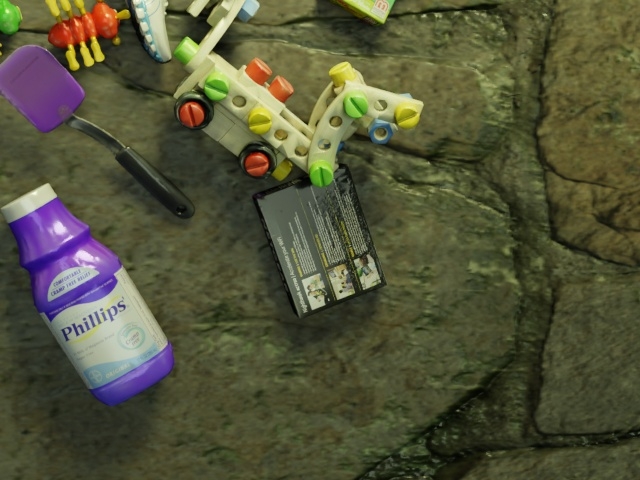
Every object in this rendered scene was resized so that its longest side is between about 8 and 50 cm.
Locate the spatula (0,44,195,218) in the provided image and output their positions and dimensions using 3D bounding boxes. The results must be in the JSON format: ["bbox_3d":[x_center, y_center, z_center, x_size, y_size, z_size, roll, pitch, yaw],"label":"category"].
[{"bbox_3d":[-0.266,-0.122,1.027,0.084,0.030,0.296,-38,122,18],"label":"spatula"}]

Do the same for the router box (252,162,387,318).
[{"bbox_3d":[0.000,0.000,1.127,0.133,0.046,0.178,-21,102,-10],"label":"router box"}]

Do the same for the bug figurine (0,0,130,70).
[{"bbox_3d":[-0.358,-0.332,0.977,0.216,0.072,0.278,-16,106,-5],"label":"bug figurine"}]

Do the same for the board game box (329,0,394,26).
[{"bbox_3d":[0.078,-0.387,1.092,0.092,0.043,0.181,25,91,-16],"label":"board game box"}]

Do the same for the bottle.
[{"bbox_3d":[-0.295,0.066,1.039,0.118,0.092,0.282,-29,104,-7],"label":"bottle"}]

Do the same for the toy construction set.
[{"bbox_3d":[-0.055,-0.197,1.031,0.328,0.151,0.215,43,111,-8],"label":"toy construction set"}]

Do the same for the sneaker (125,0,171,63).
[{"bbox_3d":[-0.204,-0.316,1.021,0.083,0.071,0.190,-19,102,-17],"label":"sneaker"}]
